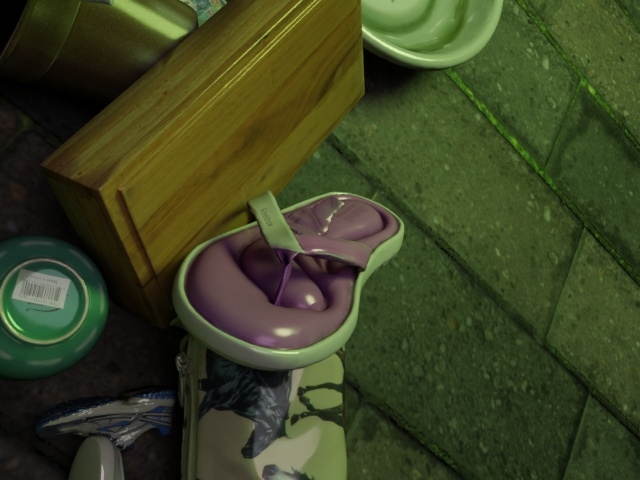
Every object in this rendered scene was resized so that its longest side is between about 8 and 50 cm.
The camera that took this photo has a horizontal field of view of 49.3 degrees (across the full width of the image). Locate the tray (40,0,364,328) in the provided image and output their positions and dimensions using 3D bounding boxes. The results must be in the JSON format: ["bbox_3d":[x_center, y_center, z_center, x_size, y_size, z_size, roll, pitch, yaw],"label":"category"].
[{"bbox_3d":[-0.083,-0.125,0.730,0.411,0.076,0.202,-54,154,-31],"label":"tray"}]

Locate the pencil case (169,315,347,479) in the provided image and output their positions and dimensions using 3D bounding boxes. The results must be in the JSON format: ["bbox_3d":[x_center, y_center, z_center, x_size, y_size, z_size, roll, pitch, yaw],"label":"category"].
[{"bbox_3d":[-0.067,0.272,0.669,0.184,0.160,0.410,6,75,-18],"label":"pencil case"}]

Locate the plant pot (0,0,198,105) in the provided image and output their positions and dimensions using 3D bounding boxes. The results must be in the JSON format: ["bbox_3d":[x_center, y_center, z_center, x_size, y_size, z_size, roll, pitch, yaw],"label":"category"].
[{"bbox_3d":[-0.220,-0.208,0.682,0.165,0.167,0.166,18,69,-38],"label":"plant pot"}]

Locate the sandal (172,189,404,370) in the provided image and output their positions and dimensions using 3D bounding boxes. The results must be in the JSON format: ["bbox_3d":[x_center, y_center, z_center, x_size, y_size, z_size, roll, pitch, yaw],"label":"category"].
[{"bbox_3d":[-0.015,-0.005,0.701,0.169,0.102,0.416,20,22,11],"label":"sandal"}]

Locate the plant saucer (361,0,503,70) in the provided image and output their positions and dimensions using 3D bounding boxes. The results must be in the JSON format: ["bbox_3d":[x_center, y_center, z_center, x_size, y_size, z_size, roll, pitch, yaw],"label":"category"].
[{"bbox_3d":[0.085,-0.413,0.968,0.401,0.100,0.400,9,74,-32],"label":"plant saucer"}]

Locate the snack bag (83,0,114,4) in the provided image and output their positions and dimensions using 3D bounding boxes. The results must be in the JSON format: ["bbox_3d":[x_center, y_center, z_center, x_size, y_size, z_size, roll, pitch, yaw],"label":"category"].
[{"bbox_3d":[-0.283,-0.342,0.603,0.323,0.037,0.342,9,57,1],"label":"snack bag"}]

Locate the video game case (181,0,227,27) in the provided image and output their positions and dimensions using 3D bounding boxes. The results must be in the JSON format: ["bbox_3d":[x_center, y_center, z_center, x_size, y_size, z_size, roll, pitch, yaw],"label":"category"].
[{"bbox_3d":[-0.124,-0.244,0.840,0.122,0.011,0.087,48,57,-15],"label":"video game case"}]

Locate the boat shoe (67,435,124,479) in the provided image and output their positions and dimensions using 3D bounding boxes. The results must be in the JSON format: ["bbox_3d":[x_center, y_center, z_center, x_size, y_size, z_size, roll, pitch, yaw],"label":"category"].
[{"bbox_3d":[-0.192,0.269,0.635,0.063,0.066,0.184,4,83,-44],"label":"boat shoe"}]

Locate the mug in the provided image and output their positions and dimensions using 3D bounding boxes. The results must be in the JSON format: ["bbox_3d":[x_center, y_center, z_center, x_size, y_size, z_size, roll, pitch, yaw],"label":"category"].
[{"bbox_3d":[-0.267,0.066,0.616,0.158,0.097,0.129,-39,102,-35],"label":"mug"}]

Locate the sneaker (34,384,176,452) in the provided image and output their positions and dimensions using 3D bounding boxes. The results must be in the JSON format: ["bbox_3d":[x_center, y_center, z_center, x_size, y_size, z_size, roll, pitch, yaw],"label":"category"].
[{"bbox_3d":[-0.200,0.178,0.667,0.135,0.052,0.058,-3,88,-33],"label":"sneaker"}]
